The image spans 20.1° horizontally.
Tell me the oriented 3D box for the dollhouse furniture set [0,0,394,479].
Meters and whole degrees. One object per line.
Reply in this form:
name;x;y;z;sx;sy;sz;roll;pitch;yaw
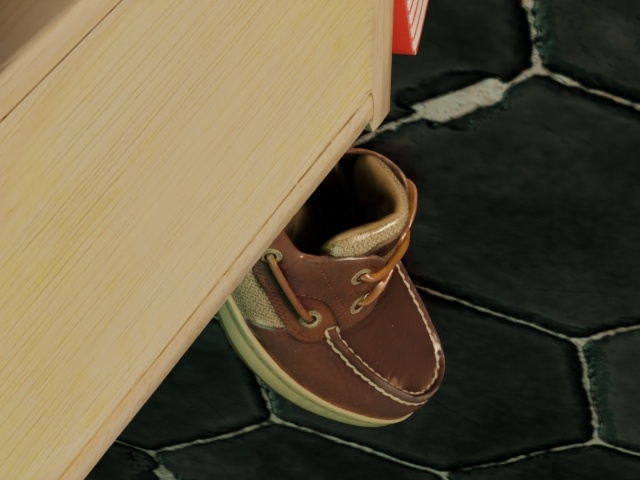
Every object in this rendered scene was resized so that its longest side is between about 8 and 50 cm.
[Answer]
dollhouse furniture set;-0.207;-0.095;0.546;0.394;0.256;0.362;22;140;20

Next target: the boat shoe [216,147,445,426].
boat shoe;0.000;0.000;1.102;0.123;0.123;0.342;-10;135;34

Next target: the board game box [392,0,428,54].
board game box;-0.047;-0.164;0.930;0.194;0.045;0.146;5;147;13
